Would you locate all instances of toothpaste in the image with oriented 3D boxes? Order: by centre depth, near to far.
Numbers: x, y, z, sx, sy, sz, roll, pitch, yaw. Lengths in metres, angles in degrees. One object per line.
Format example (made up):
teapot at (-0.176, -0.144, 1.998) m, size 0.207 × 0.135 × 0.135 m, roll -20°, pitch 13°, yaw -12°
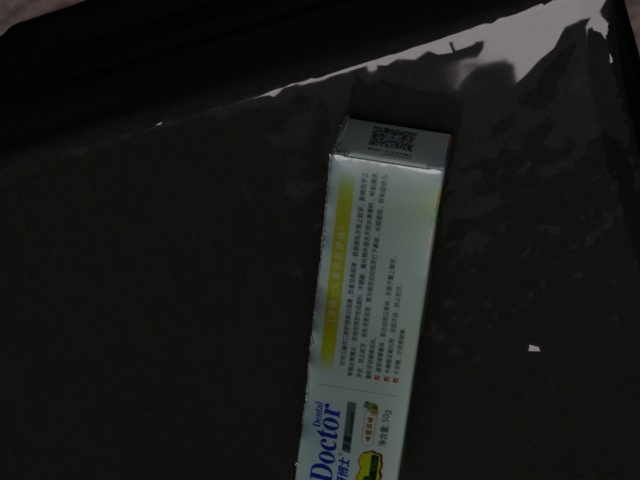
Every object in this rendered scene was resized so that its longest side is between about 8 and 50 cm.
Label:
toothpaste at (0.018, 0.031, 0.575) m, size 0.046 × 0.034 × 0.164 m, roll 9°, pitch 120°, yaw 5°

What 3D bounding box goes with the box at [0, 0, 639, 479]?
box at (0.000, 0.000, 0.700) m, size 0.345 × 0.204 × 0.251 m, roll -14°, pitch 116°, yaw 17°
